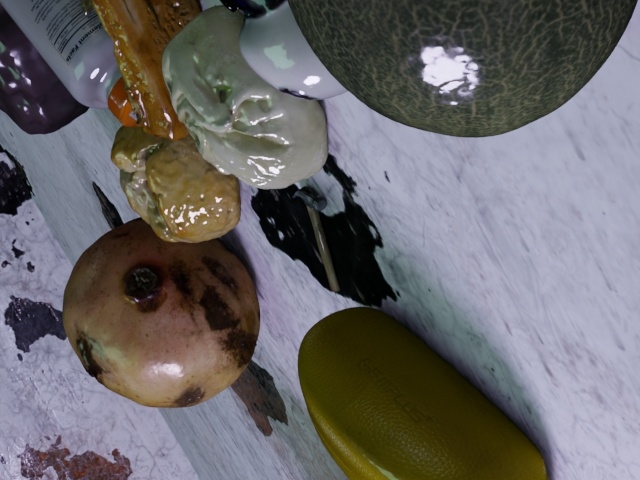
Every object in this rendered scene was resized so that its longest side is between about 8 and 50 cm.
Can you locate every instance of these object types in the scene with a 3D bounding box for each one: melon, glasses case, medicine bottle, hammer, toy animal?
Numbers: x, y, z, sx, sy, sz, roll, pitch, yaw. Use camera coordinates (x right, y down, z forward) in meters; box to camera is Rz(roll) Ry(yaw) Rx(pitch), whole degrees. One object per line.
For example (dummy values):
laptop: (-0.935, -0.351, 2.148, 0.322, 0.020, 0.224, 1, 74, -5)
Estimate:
melon: (0.088, -0.197, 0.767, 0.237, 0.237, 0.301, 43, 161, 35)
glasses case: (0.101, 0.219, 1.473, 0.371, 0.173, 0.141, 41, 158, 41)
medicine bottle: (-0.320, -0.292, 1.737, 0.288, 0.157, 0.157, 50, 160, 19)
hammer: (0.000, 0.000, 1.624, 0.062, 0.017, 0.182, 40, 155, 42)
toy animal: (-0.024, -0.211, 1.124, 0.179, 0.166, 0.138, 61, -174, -7)

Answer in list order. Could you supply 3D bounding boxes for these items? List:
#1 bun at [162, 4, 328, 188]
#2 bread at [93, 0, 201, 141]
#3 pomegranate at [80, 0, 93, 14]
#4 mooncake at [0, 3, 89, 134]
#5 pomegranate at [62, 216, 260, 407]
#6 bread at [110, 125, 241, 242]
bun: (-0.097, -0.155, 1.435, 0.229, 0.145, 0.229, 44, 156, 26)
bread: (-0.211, -0.258, 1.559, 0.077, 0.139, 0.271, 24, 144, 42)
pomegranate: (-0.188, -0.329, 1.263, 0.181, 0.224, 0.181, 38, 152, 25)
mooncake: (-0.502, -0.354, 2.037, 0.350, 0.212, 0.381, 59, 164, -25)
pomegranate: (-0.252, 0.115, 1.978, 0.322, 0.322, 0.322, 48, 159, 26)
bread: (-0.222, -0.097, 1.840, 0.244, 0.134, 0.244, 45, 154, 29)
